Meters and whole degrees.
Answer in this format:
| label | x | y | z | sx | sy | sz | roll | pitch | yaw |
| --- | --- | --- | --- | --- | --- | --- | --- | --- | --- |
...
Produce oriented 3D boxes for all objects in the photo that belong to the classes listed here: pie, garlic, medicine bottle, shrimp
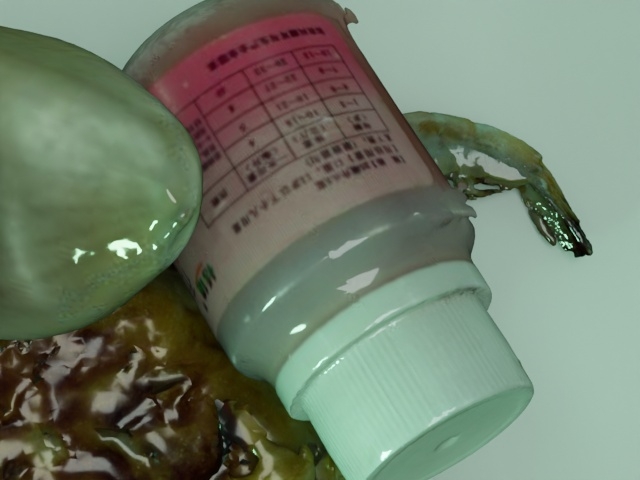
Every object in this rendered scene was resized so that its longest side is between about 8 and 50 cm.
| label | x | y | z | sx | sy | sz | roll | pitch | yaw |
| --- | --- | --- | --- | --- | --- | --- | --- | --- | --- |
| pie | -0.116 | 0.149 | 0.817 | 0.308 | 0.085 | 0.308 | 3 | 76 | -10 |
| garlic | -0.179 | -0.042 | 0.777 | 0.318 | 0.112 | 0.143 | 18 | 120 | 23 |
| medicine bottle | 0.000 | 0.000 | 0.797 | 0.147 | 0.147 | 0.247 | -26 | 68 | -12 |
| shrimp | 0.081 | 0.021 | 0.893 | 0.148 | 0.035 | 0.195 | 5 | 75 | -14 |
